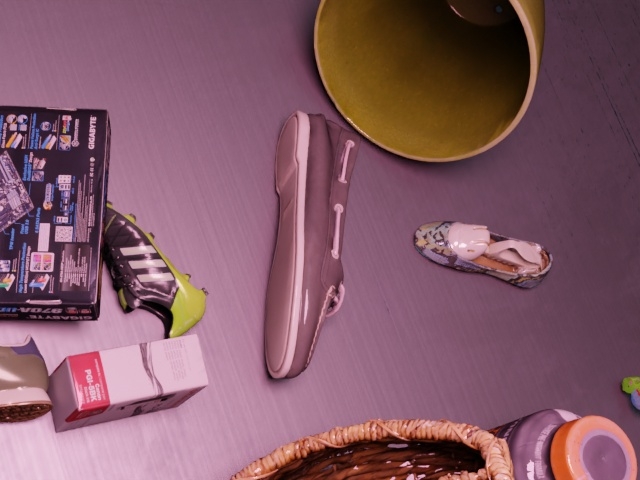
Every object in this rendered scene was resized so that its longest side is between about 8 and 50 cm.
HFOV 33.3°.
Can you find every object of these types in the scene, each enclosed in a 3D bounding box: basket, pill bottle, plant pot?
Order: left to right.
[{"bbox_3d":[0.038,0.270,0.975,0.299,0.223,0.214,-13,73,11],"label":"basket"},{"bbox_3d":[0.176,-0.288,1.364,0.275,0.275,0.293,44,41,-4],"label":"plant pot"},{"bbox_3d":[0.223,0.255,1.140,0.130,0.245,0.131,11,64,-24],"label":"pill bottle"}]

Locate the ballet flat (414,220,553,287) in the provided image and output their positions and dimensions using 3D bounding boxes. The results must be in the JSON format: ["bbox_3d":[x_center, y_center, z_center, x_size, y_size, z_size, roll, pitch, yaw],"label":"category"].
[{"bbox_3d":[0.211,0.008,1.351,0.188,0.070,0.070,14,63,-22],"label":"ballet flat"}]

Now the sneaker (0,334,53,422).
[{"bbox_3d":[-0.352,0.126,1.011,0.192,0.064,0.086,3,60,-27],"label":"sneaker"}]

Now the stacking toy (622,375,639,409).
[{"bbox_3d":[0.486,0.271,1.393,0.167,0.052,0.221,-4,69,-31],"label":"stacking toy"}]

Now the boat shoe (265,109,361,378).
[{"bbox_3d":[0.000,0.000,1.216,0.095,0.112,0.335,12,60,-18],"label":"boat shoe"}]

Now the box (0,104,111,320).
[{"bbox_3d":[-0.304,-0.031,1.075,0.175,0.051,0.220,1,67,-7],"label":"box"}]

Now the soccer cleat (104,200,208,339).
[{"bbox_3d":[-0.198,0.030,1.133,0.179,0.060,0.072,45,64,-5],"label":"soccer cleat"}]

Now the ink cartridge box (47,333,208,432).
[{"bbox_3d":[-0.192,0.141,1.061,0.135,0.099,0.056,-8,73,-29],"label":"ink cartridge box"}]
